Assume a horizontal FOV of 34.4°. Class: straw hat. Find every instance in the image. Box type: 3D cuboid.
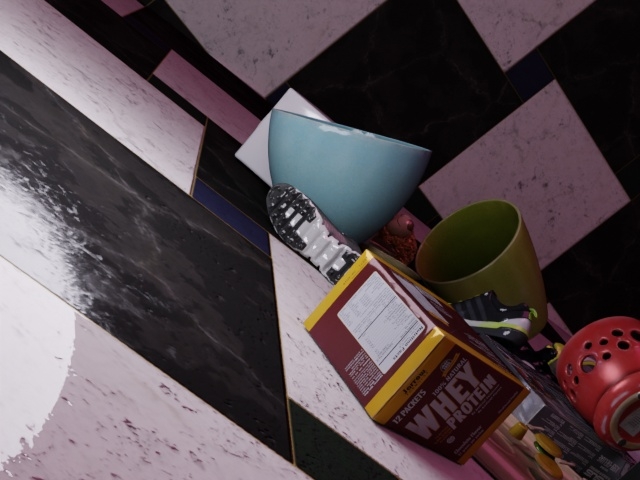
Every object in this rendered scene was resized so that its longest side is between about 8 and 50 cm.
[{"bbox_3d":[0.108,0.061,1.889,0.144,0.061,0.144,31,-6,4],"label":"straw hat"}]

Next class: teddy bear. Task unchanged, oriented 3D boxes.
[{"bbox_3d":[0.086,-0.075,2.311,0.338,0.113,0.245,42,11,15],"label":"teddy bear"}]

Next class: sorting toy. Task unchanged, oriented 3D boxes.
[{"bbox_3d":[0.244,0.282,1.458,0.307,0.041,0.229,43,14,18],"label":"sorting toy"}]

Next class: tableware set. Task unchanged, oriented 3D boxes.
[{"bbox_3d":[0.316,0.310,1.421,0.104,0.024,0.154,21,23,-44],"label":"tableware set"}]

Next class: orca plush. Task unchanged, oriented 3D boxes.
[{"bbox_3d":[0.462,0.266,2.208,0.151,0.102,0.287,37,10,-19],"label":"orca plush"}]

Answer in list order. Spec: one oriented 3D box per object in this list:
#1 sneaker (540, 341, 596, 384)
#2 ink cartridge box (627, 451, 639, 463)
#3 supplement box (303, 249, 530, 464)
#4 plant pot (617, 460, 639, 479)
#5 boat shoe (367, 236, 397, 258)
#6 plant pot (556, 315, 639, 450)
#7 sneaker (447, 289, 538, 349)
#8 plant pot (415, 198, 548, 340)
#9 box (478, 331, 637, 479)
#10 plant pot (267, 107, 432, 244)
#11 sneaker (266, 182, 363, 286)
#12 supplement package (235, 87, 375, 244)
[{"bbox_3d":[0.637,0.354,2.571,0.300,0.111,0.121,23,28,-45],"label":"sneaker"},{"bbox_3d":[0.631,0.448,2.064,0.223,0.045,0.224,26,9,-2],"label":"ink cartridge box"},{"bbox_3d":[0.118,0.146,1.287,0.191,0.129,0.194,33,11,-40],"label":"supplement box"},{"bbox_3d":[0.508,0.421,1.440,0.188,0.187,0.167,39,22,-4],"label":"plant pot"},{"bbox_3d":[0.087,0.005,2.169,0.153,0.048,0.056,31,23,-15],"label":"boat shoe"},{"bbox_3d":[0.526,0.255,1.778,0.191,0.191,0.174,35,18,-29],"label":"plant pot"},{"bbox_3d":[0.303,0.140,1.954,0.235,0.097,0.084,11,-22,36],"label":"sneaker"},{"bbox_3d":[0.415,0.100,2.448,0.293,0.275,0.275,52,2,-28],"label":"plant pot"},{"bbox_3d":[0.414,0.316,1.848,0.307,0.076,0.242,35,10,-30],"label":"box"},{"bbox_3d":[0.032,-0.103,1.824,0.290,0.195,0.290,14,8,-2],"label":"plant pot"},{"bbox_3d":[0.000,0.000,1.711,0.234,0.078,0.106,46,7,11],"label":"sneaker"},{"bbox_3d":[0.010,-0.134,2.056,0.293,0.177,0.175,42,6,11],"label":"supplement package"}]
